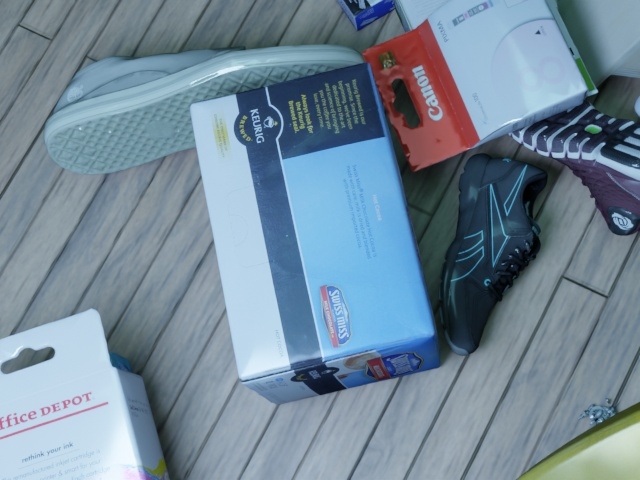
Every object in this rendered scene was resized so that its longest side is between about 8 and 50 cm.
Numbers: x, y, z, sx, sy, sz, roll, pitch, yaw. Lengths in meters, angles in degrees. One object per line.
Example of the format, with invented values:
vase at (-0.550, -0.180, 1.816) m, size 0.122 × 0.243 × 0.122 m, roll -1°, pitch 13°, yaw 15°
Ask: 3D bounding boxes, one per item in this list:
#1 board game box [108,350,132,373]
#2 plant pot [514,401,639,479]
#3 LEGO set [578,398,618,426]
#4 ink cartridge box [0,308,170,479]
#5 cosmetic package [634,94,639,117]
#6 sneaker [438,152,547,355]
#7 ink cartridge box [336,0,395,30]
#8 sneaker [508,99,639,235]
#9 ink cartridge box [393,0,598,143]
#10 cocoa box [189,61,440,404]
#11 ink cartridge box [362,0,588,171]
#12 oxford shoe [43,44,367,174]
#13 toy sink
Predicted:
board game box at (-0.370, 0.324, 1.335) m, size 0.336 × 0.079 × 0.253 m, roll -23°, pitch 72°, yaw 1°
plant pot at (0.331, 0.306, 1.173) m, size 0.187 × 0.212 × 0.212 m, roll -24°, pitch 78°, yaw 18°
LEGO set at (0.359, 0.217, 1.287) m, size 0.083 × 0.023 × 0.054 m, roll -15°, pitch 73°, yaw 4°
ink cartridge box at (-0.291, 0.280, 1.231) m, size 0.207 × 0.119 × 0.353 m, roll -18°, pitch 74°, yaw 3°
cosmetic package at (0.640, -0.174, 1.158) m, size 0.394 × 0.329 × 0.327 m, roll -25°, pitch 72°, yaw -15°
sneaker at (0.215, 0.015, 1.319) m, size 0.106 × 0.101 × 0.267 m, roll 7°, pitch 75°, yaw 22°
ink cartridge box at (0.039, -0.408, 1.501) m, size 0.097 × 0.046 × 0.207 m, roll -30°, pitch 72°, yaw -2°
sneaker at (0.339, -0.087, 1.341) m, size 0.106 × 0.162 × 0.281 m, roll -34°, pitch 37°, yaw -14°
ink cartridge box at (0.228, -0.255, 1.402) m, size 0.189 × 0.097 × 0.255 m, roll -21°, pitch 72°, yaw 2°
cocoa box at (0.000, 0.000, 1.293) m, size 0.228 × 0.231 × 0.347 m, roll -13°, pitch 73°, yaw 4°
ink cartridge box at (0.189, -0.215, 1.320) m, size 0.232 × 0.066 × 0.189 m, roll -21°, pitch 73°, yaw 0°
oxford shoe at (-0.156, -0.204, 1.422) m, size 0.450 × 0.169 × 0.130 m, roll -11°, pitch 52°, yaw 6°
toy sink at (0.428, -0.298, 1.350) m, size 0.131 × 0.234 × 0.152 m, roll 3°, pitch 64°, yaw -21°
